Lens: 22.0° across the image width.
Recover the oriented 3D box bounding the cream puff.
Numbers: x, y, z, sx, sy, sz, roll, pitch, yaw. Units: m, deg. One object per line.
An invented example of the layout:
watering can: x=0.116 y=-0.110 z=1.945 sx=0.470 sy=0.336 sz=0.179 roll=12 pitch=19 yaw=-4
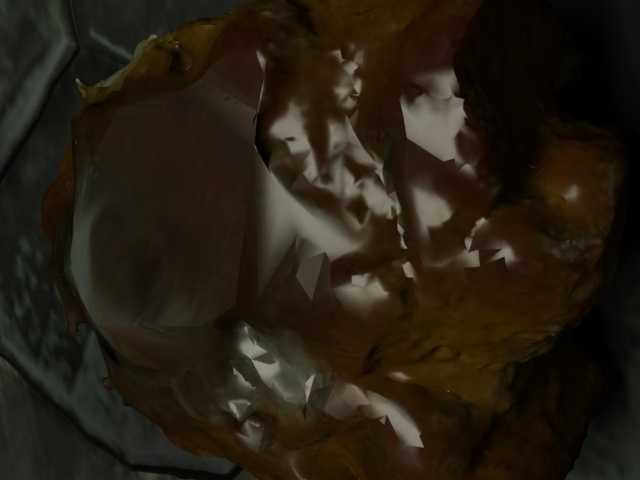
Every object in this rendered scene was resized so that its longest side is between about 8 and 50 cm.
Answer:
cream puff: x=0.000 y=0.000 z=0.635 sx=0.269 sy=0.155 sz=0.241 roll=21 pitch=120 yaw=41
